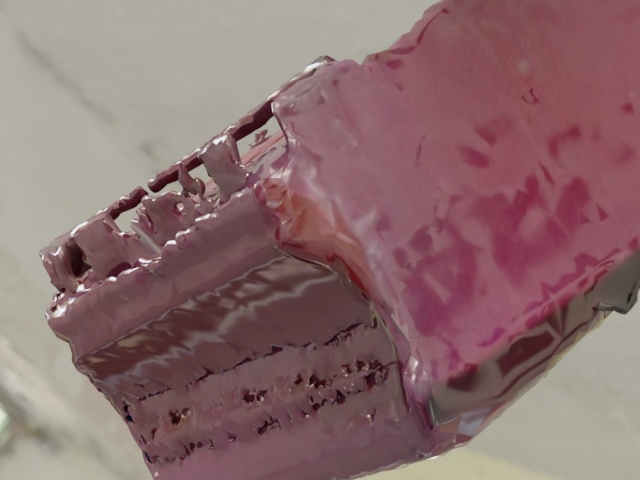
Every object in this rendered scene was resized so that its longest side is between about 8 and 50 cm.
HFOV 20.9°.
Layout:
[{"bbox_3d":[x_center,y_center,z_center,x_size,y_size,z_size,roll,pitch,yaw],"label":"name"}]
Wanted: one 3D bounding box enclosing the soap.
[{"bbox_3d":[0.000,0.000,0.537,0.099,0.162,0.250,55,-31,-6],"label":"soap"}]
